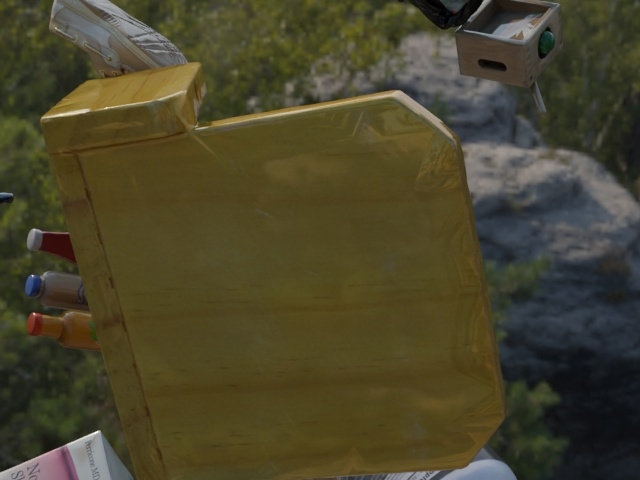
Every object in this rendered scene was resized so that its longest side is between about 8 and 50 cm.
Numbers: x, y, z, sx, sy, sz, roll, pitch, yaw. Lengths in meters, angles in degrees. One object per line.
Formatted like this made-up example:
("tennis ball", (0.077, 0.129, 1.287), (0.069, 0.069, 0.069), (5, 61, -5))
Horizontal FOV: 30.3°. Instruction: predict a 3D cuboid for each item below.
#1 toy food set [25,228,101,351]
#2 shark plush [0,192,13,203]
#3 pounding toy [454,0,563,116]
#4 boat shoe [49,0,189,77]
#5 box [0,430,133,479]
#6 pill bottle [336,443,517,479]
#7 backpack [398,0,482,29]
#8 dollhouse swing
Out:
("toy food set", (-0.253, -0.003, 1.270), (0.105, 0.232, 0.111), (11, 0, -33))
("shark plush", (-0.465, -0.064, 1.474), (0.161, 0.067, 0.073), (5, -10, -16))
("pounding toy", (0.275, -0.260, 1.648), (0.141, 0.100, 0.130), (17, 49, 32))
("boat shoe", (-0.193, -0.182, 1.125), (0.170, 0.059, 0.063), (38, 24, 23))
("box", (-0.344, 0.365, 1.466), (0.232, 0.126, 0.148), (-24, 45, -4))
("pill bottle", (0.166, 0.367, 1.767), (0.210, 0.210, 0.363), (-13, 39, -30))
("backpack", (0.136, -0.388, 1.604), (0.115, 0.182, 0.152), (-50, 46, -4))
("dollhouse swing", (-0.032, 0.019, 0.997), (0.305, 0.346, 0.315), (-12, 15, 2))
